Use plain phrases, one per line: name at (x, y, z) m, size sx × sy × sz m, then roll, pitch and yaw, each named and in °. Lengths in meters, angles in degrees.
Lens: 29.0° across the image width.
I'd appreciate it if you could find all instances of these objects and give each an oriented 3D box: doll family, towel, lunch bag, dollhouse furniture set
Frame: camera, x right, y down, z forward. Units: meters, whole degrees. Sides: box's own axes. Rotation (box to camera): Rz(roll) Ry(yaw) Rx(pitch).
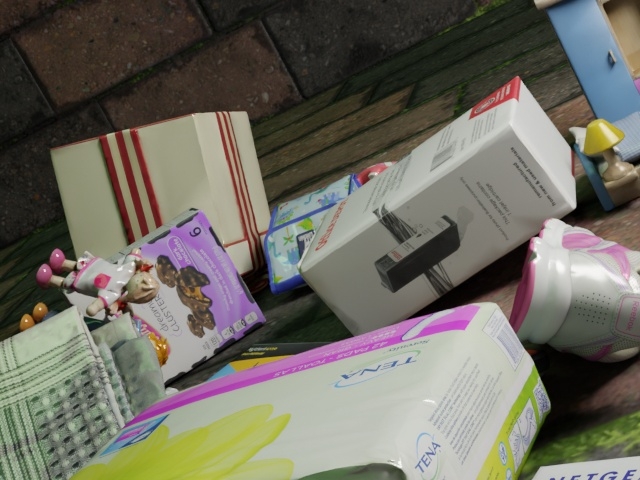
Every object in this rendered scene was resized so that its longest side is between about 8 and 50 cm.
doll family at (-0.256, 0.124, 1.338) m, size 0.163 × 0.118 × 0.263 m, roll 12°, pitch 42°, yaw 18°
towel at (-0.281, 0.206, 1.108) m, size 0.324 × 0.056 × 0.312 m, roll -22°, pitch 40°, yaw -7°
lunch bag at (0.000, 0.000, 1.603) m, size 0.129 × 0.096 × 0.151 m, roll -22°, pitch 33°, yaw 24°
dollhouse furniture set at (0.387, -0.208, 1.350) m, size 0.286 × 0.198 × 0.303 m, roll -25°, pitch 14°, yaw 14°

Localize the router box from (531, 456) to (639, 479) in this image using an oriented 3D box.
router box at (0.183, 0.200, 0.507) m, size 0.335 × 0.082 × 0.301 m, roll -16°, pitch 18°, yaw 43°

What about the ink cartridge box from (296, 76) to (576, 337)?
ink cartridge box at (0.127, -0.032, 1.315) m, size 0.273 × 0.114 × 0.197 m, roll -34°, pitch 11°, yaw 21°

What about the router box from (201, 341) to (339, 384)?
router box at (-0.059, 0.155, 1.233) m, size 0.133 × 0.046 × 0.179 m, roll -37°, pitch 16°, yaw -31°

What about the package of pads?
package of pads at (-0.031, 0.149, 0.741) m, size 0.296 × 0.101 × 0.229 m, roll -20°, pitch 11°, yaw 27°

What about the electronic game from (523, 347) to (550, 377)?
electronic game at (0.067, 0.115, 0.979) m, size 0.229 × 0.048 × 0.229 m, roll -11°, pitch -3°, yaw -1°

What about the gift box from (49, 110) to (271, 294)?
gift box at (-0.220, -0.027, 1.705) m, size 0.255 × 0.258 × 0.276 m, roll -12°, pitch 5°, yaw 21°

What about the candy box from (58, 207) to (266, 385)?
candy box at (-0.194, 0.080, 1.523) m, size 0.196 × 0.165 × 0.070 m, roll -32°, pitch 13°, yaw -14°

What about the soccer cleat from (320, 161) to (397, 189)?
soccer cleat at (0.079, -0.067, 1.712) m, size 0.248 × 0.083 × 0.095 m, roll -17°, pitch 13°, yaw 48°

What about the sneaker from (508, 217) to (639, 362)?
sneaker at (0.217, 0.048, 0.990) m, size 0.111 × 0.103 × 0.252 m, roll 16°, pitch 11°, yaw 12°

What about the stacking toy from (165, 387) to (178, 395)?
stacking toy at (-0.250, 0.229, 1.349) m, size 0.221 × 0.052 × 0.167 m, roll -36°, pitch 13°, yaw -20°
